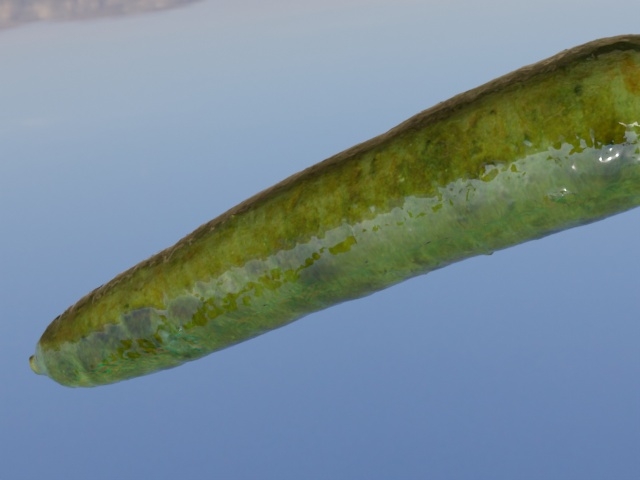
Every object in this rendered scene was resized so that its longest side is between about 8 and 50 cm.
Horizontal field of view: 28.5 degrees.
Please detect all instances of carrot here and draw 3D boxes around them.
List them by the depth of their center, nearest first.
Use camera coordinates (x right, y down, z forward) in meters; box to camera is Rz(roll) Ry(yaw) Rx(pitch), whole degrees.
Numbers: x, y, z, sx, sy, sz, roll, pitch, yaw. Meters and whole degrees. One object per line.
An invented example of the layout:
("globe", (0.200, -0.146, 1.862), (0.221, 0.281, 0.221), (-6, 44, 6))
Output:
("carrot", (0.000, 0.000, 0.578), (0.359, 0.074, 0.074), (-22, -175, 25))
